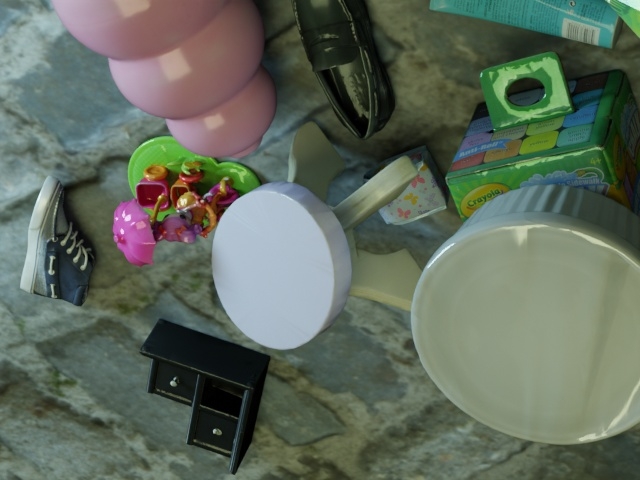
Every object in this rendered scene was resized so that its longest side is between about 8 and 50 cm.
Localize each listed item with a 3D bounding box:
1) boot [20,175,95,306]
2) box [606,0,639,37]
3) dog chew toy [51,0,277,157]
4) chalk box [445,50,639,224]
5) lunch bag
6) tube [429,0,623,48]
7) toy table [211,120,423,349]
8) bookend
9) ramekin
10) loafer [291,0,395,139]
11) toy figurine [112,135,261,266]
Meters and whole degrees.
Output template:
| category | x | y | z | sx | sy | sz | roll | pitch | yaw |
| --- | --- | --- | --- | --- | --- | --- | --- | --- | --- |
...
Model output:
| category | x | y | z | sx | sy | sz | roll | pitch | yaw |
| --- | --- | --- | --- | --- | --- | --- | --- | --- | --- |
| boot | -0.323 | 0.001 | 2.160 | 0.086 | 0.069 | 0.190 | 17 | 134 | -1 |
| box | 0.344 | -0.368 | 1.606 | 0.232 | 0.058 | 0.322 | 54 | 134 | 30 |
| dog chew toy | -0.156 | -0.230 | 1.871 | 0.207 | 0.206 | 0.332 | -13 | 125 | 26 |
| chalk box | 0.256 | -0.060 | 1.842 | 0.180 | 0.179 | 0.289 | -13 | 117 | 25 |
| lunch bag | 0.098 | -0.062 | 1.975 | 0.083 | 0.053 | 0.071 | -22 | 115 | 19 |
| tube | 0.218 | -0.254 | 1.813 | 0.207 | 0.052 | 0.080 | 17 | 121 | 14 |
| toy table | 0.000 | 0.000 | 1.939 | 0.252 | 0.161 | 0.274 | 60 | 149 | -2 |
| bookend | -0.160 | 0.203 | 2.226 | 0.157 | 0.072 | 0.156 | 19 | 126 | 7 |
| ramekin | 0.238 | 0.066 | 1.743 | 0.273 | 0.127 | 0.272 | 8 | 123 | 13 |
| loafer | 0.020 | -0.215 | 1.884 | 0.076 | 0.078 | 0.223 | -13 | 117 | 25 |
| toy figurine | -0.174 | -0.028 | 2.024 | 0.173 | 0.159 | 0.130 | 6 | 124 | 14 |
